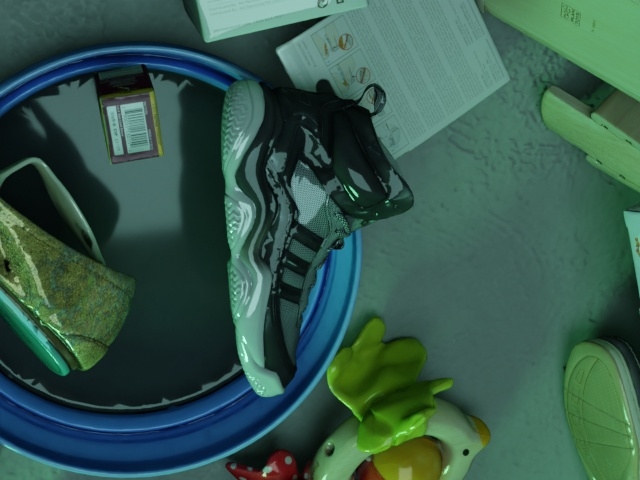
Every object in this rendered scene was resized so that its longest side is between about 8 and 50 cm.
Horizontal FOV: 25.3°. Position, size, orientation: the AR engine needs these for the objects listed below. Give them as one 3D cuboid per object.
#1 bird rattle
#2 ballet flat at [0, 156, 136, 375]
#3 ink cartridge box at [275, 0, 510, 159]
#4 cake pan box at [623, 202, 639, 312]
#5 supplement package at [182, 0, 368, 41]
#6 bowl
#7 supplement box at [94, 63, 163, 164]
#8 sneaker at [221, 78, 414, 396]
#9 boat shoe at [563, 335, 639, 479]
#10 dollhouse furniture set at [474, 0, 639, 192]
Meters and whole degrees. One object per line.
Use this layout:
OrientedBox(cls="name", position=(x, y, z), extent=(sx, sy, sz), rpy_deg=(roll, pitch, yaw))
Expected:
OrientedBox(cls="bird rattle", position=(0.050, 0.215, 1.333), extent=(0.207, 0.143, 0.253), rpy_deg=(22, 108, -36))
OrientedBox(cls="ballet flat", position=(-0.274, -0.043, 1.097), extent=(0.123, 0.123, 0.348), rpy_deg=(-41, 112, 5))
OrientedBox(cls="ink cartridge box", position=(0.059, -0.151, 1.218), extent=(0.179, 0.045, 0.145), rpy_deg=(-34, 114, -11))
OrientedBox(cls="cake pan box", position=(0.403, 0.055, 1.315), extent=(0.246, 0.070, 0.266), rpy_deg=(-21, 108, -28))
OrientedBox(cls="supplement package", position=(-0.060, -0.297, 1.106), extent=(0.134, 0.139, 0.244), rpy_deg=(-14, 111, -8))
OrientedBox(cls="bowl", position=(-0.161, 0.016, 1.235), extent=(0.391, 0.077, 0.391), rpy_deg=(-4, 111, -11))
OrientedBox(cls="supplement box", position=(-0.149, -0.099, 1.107), extent=(0.043, 0.083, 0.055), rpy_deg=(-10, 112, -8))
OrientedBox(cls="sneaker", position=(0.000, 0.000, 1.161), extent=(0.153, 0.101, 0.268), rpy_deg=(-4, 108, -4))
OrientedBox(cls="boat shoe", position=(0.317, 0.211, 1.404), extent=(0.092, 0.103, 0.285), rpy_deg=(-27, 110, -23))
OrientedBox(cls="dollhouse furniture set", position=(0.304, -0.260, 1.233), extent=(0.303, 0.198, 0.286), rpy_deg=(-45, 156, -19))
